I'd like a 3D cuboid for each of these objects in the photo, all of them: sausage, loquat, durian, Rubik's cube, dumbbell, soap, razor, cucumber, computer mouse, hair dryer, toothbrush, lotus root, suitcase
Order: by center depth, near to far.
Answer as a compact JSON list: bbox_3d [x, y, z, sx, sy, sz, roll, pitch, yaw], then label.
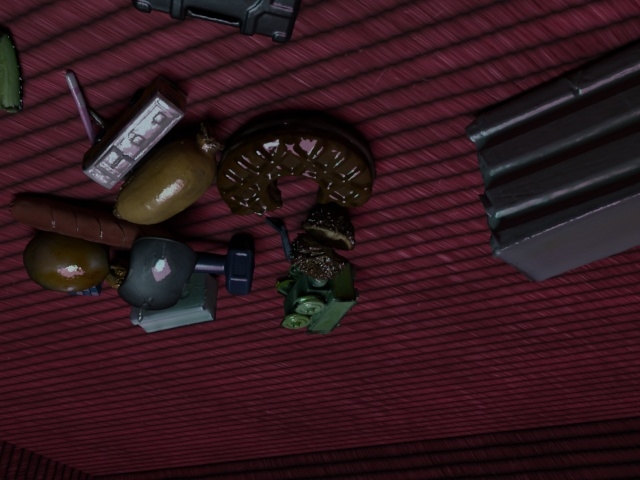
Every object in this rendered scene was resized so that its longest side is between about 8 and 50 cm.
[{"bbox_3d":[-0.166,-0.447,1.126,0.285,0.066,0.206,10,145,-11],"label":"suitcase"},{"bbox_3d":[0.535,-0.149,1.295,0.435,0.350,0.213,-25,137,30],"label":"soap"},{"bbox_3d":[-0.649,-0.326,1.316,0.115,0.086,0.193,-31,163,-36],"label":"cucumber"},{"bbox_3d":[-0.491,-0.232,1.448,0.025,0.020,0.286,18,138,22],"label":"toothbrush"},{"bbox_3d":[-0.325,-0.127,1.470,0.303,0.146,0.131,-36,97,17],"label":"lotus root"},{"bbox_3d":[-0.409,-0.227,1.497,0.167,0.067,0.199,-11,130,3],"label":"hair dryer"},{"bbox_3d":[-0.567,-0.037,1.698,0.433,0.088,0.088,14,146,1],"label":"sausage"},{"bbox_3d":[0.000,0.000,1.704,0.196,0.196,0.167,-25,128,34],"label":"durian"},{"bbox_3d":[-0.424,0.124,1.714,0.167,0.090,0.379,16,137,-15],"label":"computer mouse"},{"bbox_3d":[-0.670,0.048,1.792,0.227,0.179,0.179,-1,146,-3],"label":"loquat"},{"bbox_3d":[-0.334,0.057,1.813,0.316,0.156,0.144,5,116,-6],"label":"dumbbell"},{"bbox_3d":[-0.096,0.001,1.820,0.066,0.033,0.190,38,163,29],"label":"razor"},{"bbox_3d":[-0.671,0.095,1.926,0.092,0.092,0.092,3,146,-2],"label":"Rubik's cube"},{"bbox_3d":[-0.424,0.174,1.983,0.261,0.150,0.094,-14,146,20],"label":"soap"}]

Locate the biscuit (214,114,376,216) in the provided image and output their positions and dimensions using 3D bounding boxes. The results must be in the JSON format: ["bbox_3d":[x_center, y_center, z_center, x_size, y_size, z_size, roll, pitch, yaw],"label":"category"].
[{"bbox_3d":[-0.066,-0.163,1.503,0.366,0.115,0.268,-6,145,9],"label":"biscuit"}]

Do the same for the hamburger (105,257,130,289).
[{"bbox_3d":[-0.535,0.104,1.902,0.138,0.083,0.147,29,180,-19],"label":"hamburger"}]

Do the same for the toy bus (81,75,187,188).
[{"bbox_3d":[-0.388,-0.217,1.406,0.268,0.106,0.092,-39,125,21],"label":"toy bus"}]

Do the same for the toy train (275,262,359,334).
[{"bbox_3d":[-0.015,0.163,1.954,0.188,0.159,0.272,4,147,-21],"label":"toy train"}]

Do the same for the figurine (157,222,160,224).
[{"bbox_3d":[-0.415,-0.109,1.623,0.115,0.095,0.156,29,160,-5],"label":"figurine"}]
